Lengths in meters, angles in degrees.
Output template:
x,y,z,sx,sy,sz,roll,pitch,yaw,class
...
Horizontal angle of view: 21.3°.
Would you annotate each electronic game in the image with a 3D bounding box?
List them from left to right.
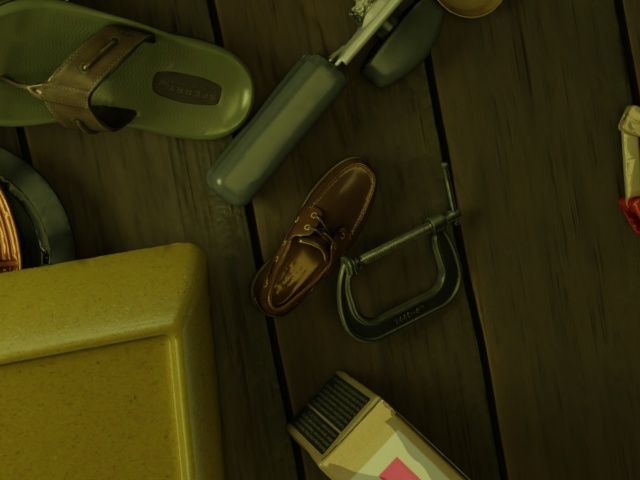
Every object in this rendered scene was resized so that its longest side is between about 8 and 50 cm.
x,y,z,sx,sy,sz,roll,pitch,yaw,class
-0.339,0.018,1.570,0.229,0.048,0.229,0,94,-1,electronic game

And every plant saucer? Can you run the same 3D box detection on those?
x,y,z,sx,sy,sz,roll,pitch,yaw,class
-0.236,0.192,1.528,0.333,0.081,0.332,-10,108,-19,plant saucer
0.141,-0.255,1.645,0.083,0.015,0.083,1,87,-17,plant saucer

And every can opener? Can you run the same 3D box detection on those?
x,y,z,sx,sy,sz,roll,pitch,yaw,class
0.006,-0.138,1.605,0.093,0.074,0.280,44,86,-11,can opener

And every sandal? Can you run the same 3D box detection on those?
x,y,z,sx,sy,sz,roll,pitch,yaw,class
-0.191,-0.147,1.530,0.303,0.086,0.120,3,109,-26,sandal

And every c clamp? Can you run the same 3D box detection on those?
x,y,z,sx,sy,sz,roll,pitch,yaw,class
0.076,0.020,1.639,0.161,0.022,0.137,-31,117,-19,c clamp

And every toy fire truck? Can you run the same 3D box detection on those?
x,y,z,sx,sy,sz,roll,pitch,yaw,class
0.345,-0.112,1.679,0.135,0.047,0.192,-20,96,-6,toy fire truck

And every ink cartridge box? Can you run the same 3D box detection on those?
x,y,z,sx,sy,sz,roll,pitch,yaw,class
0.088,0.237,1.587,0.235,0.193,0.088,45,86,-9,ink cartridge box

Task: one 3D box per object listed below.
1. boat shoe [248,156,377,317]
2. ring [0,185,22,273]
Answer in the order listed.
x,y,z,sx,sy,sz,roll,pitch,yaw,class
-0.001,0.000,1.621,0.064,0.060,0.178,36,88,-10,boat shoe
-0.435,0.030,1.529,0.337,0.032,0.336,0,92,2,ring
